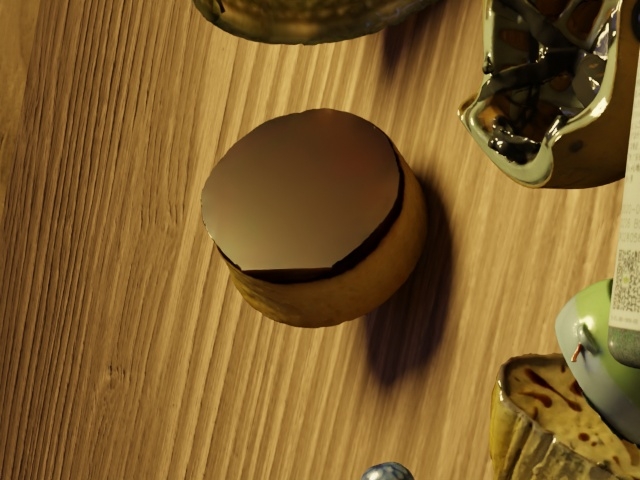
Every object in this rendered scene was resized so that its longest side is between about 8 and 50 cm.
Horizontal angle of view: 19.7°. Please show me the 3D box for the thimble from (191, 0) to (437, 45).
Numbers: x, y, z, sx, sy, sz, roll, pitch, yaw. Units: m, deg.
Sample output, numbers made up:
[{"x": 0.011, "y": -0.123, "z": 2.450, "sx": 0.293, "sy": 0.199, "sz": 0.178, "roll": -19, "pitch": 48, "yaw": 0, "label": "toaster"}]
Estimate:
[{"x": -0.005, "y": -0.302, "z": 1.650, "sx": 0.271, "sy": 0.270, "sz": 0.150, "roll": 132, "pitch": 136, "yaw": -53, "label": "thimble"}]

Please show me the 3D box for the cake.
[{"x": 0.000, "y": 0.000, "z": 1.679, "sx": 0.185, "sy": 0.208, "sz": 0.178, "roll": 26, "pitch": 152, "yaw": 29, "label": "cake"}]

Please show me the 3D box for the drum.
[{"x": 0.244, "y": 0.138, "z": 1.225, "sx": 0.049, "sy": 0.130, "sz": 0.253, "roll": -38, "pitch": 74, "yaw": 21, "label": "drum"}]

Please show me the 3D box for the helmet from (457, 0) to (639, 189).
[{"x": 0.203, "y": -0.136, "z": 1.299, "sx": 0.198, "sy": 0.130, "sz": 0.224, "roll": 24, "pitch": 96, "yaw": 62, "label": "helmet"}]

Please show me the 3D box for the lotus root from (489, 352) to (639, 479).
[{"x": 0.188, "y": 0.149, "z": 1.323, "sx": 0.159, "sy": 0.095, "sz": 0.135, "roll": 44, "pitch": 143, "yaw": 11, "label": "lotus root"}]

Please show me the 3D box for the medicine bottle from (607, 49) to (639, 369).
[{"x": 0.260, "y": -0.062, "z": 1.129, "sx": 0.141, "sy": 0.141, "sz": 0.293, "roll": -174, "pitch": 90, "yaw": -67, "label": "medicine bottle"}]

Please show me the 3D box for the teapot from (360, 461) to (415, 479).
[{"x": 0.080, "y": 0.277, "z": 1.284, "sx": 0.424, "sy": 0.252, "sz": 0.280, "roll": -3, "pitch": 113, "yaw": 33, "label": "teapot"}]
